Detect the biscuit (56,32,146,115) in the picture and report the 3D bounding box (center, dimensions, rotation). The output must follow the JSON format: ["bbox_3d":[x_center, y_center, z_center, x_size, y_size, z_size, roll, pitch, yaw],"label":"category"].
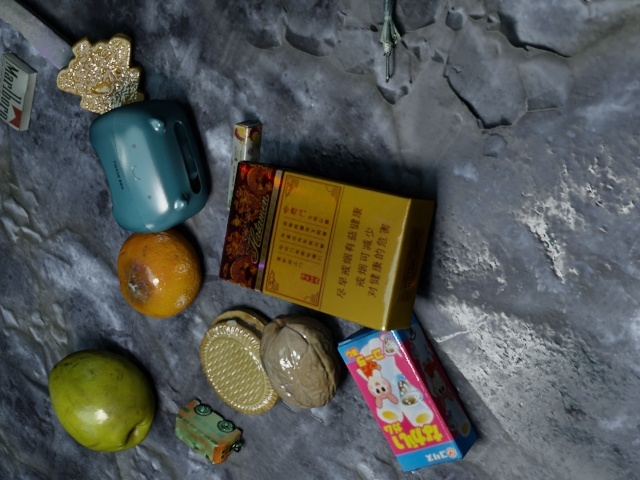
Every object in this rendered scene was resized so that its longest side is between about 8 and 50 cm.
[{"bbox_3d":[-0.490,-0.362,1.878,0.212,0.041,0.238,-27,110,13],"label":"biscuit"}]

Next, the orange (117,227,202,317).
[{"bbox_3d":[-0.392,0.076,1.928,0.224,0.170,0.224,12,113,30],"label":"orange"}]

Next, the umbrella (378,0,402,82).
[{"bbox_3d":[0.126,-0.417,1.453,0.044,0.044,0.268,0,111,4],"label":"umbrella"}]

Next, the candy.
[{"bbox_3d":[0.179,0.310,1.656,0.157,0.100,0.305,-28,89,37],"label":"candy"}]

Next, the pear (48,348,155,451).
[{"bbox_3d":[-0.584,0.420,2.158,0.307,0.253,0.252,41,127,31],"label":"pear"}]

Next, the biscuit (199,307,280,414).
[{"bbox_3d":[-0.180,0.287,1.916,0.259,0.079,0.259,15,116,32],"label":"biscuit"}]

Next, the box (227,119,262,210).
[{"bbox_3d":[-0.164,-0.157,1.753,0.041,0.050,0.207,23,119,28],"label":"box"}]

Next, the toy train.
[{"bbox_3d":[-0.287,0.487,2.056,0.188,0.099,0.072,29,121,25],"label":"toy train"}]

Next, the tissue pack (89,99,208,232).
[{"bbox_3d":[-0.368,-0.168,1.799,0.206,0.198,0.287,-6,103,33],"label":"tissue pack"}]

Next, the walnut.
[{"bbox_3d":[-0.039,0.270,1.759,0.178,0.178,0.230,0,119,36],"label":"walnut"}]

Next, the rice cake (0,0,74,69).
[{"bbox_3d":[-0.677,-0.498,1.979,0.399,0.064,0.070,40,104,18],"label":"rice cake"}]

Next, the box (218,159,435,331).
[{"bbox_3d":[-0.001,0.000,1.608,0.416,0.116,0.264,14,98,32],"label":"box"}]

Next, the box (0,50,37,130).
[{"bbox_3d":[-0.808,-0.393,2.134,0.115,0.036,0.177,36,124,19],"label":"box"}]
